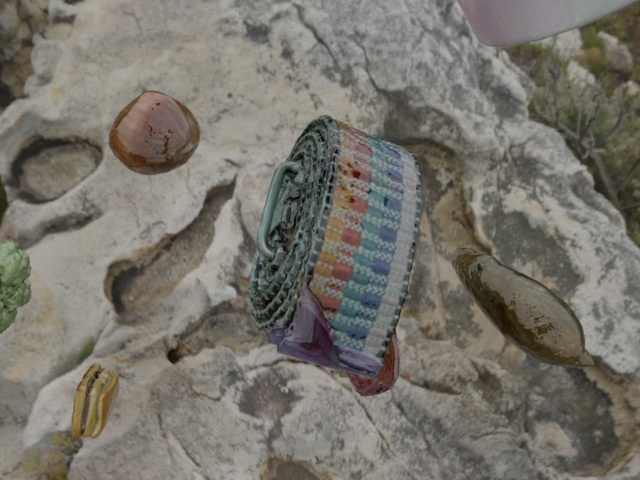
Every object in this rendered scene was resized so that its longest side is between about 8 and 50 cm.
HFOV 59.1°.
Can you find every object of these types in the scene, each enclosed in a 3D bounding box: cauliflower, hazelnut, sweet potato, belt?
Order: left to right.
[{"bbox_3d":[-0.704,0.082,1.036,0.327,0.260,0.281,-40,96,-4],"label":"cauliflower"},{"bbox_3d":[-0.389,-0.249,1.350,0.214,0.176,0.215,-3,70,8],"label":"hazelnut"},{"bbox_3d":[0.000,0.000,0.671,0.160,0.206,0.295,20,72,-20],"label":"belt"},{"bbox_3d":[0.370,0.111,1.130,0.130,0.131,0.423,-23,34,-12],"label":"sweet potato"}]

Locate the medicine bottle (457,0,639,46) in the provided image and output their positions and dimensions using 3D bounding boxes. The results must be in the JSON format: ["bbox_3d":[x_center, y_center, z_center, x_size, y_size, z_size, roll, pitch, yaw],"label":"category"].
[{"bbox_3d":[0.137,-0.327,0.373,0.256,0.325,0.256,-27,25,14],"label":"medicine bottle"}]

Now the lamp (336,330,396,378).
[{"bbox_3d":[0.081,0.208,1.132,0.156,0.157,0.135,-29,26,6],"label":"lamp"}]

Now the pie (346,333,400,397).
[{"bbox_3d":[0.071,0.162,0.919,0.049,0.182,0.183,-22,54,27],"label":"pie"}]

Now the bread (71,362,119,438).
[{"bbox_3d":[-0.492,0.348,1.236,0.077,0.200,0.116,13,92,-12],"label":"bread"}]
